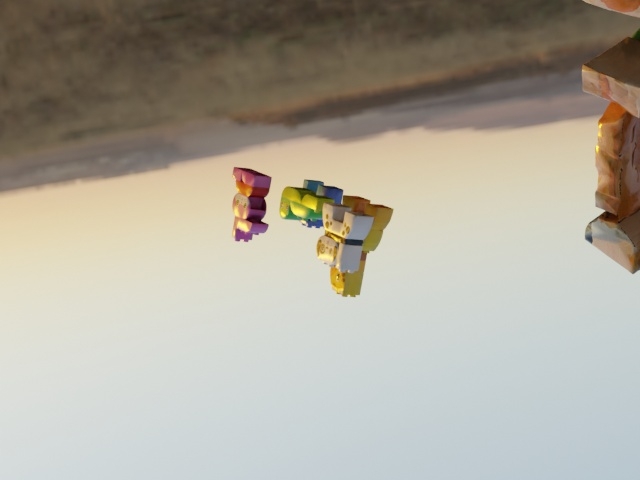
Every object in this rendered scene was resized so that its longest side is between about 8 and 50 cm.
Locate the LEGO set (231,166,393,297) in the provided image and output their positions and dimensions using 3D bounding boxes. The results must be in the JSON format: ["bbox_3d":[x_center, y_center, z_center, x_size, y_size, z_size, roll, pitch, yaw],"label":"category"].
[{"bbox_3d":[0.000,0.000,1.352,0.087,0.093,0.227,4,-169,-32],"label":"LEGO set"}]

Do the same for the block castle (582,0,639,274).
[{"bbox_3d":[0.353,-0.145,0.985,0.213,0.453,0.303,-33,-137,-28],"label":"block castle"}]
